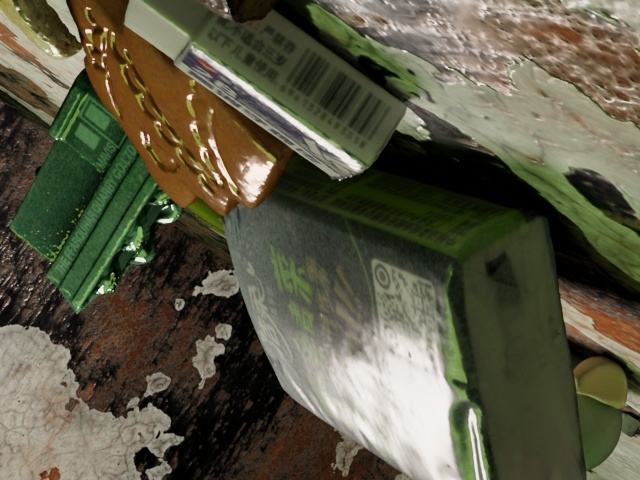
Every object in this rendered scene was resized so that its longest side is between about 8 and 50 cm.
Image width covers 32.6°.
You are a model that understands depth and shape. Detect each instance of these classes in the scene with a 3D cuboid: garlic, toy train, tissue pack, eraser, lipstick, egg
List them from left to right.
[{"bbox_3d":[-0.254,-0.070,1.320,0.178,0.330,0.138,40,-145,1],"label":"toy train"},{"bbox_3d":[-0.046,-0.133,0.835,0.210,0.068,0.124,35,175,-11],"label":"eraser"},{"bbox_3d":[0.062,0.073,1.040,0.394,0.124,0.288,22,132,55],"label":"tissue pack"},{"bbox_3d":[0.278,0.204,1.335,0.149,0.149,0.192,39,172,-39],"label":"egg"},{"bbox_3d":[0.317,0.158,1.242,0.083,0.053,0.041,17,-179,-29],"label":"garlic"},{"bbox_3d":[0.424,0.256,1.548,0.025,0.025,0.107,34,179,3],"label":"lipstick"}]

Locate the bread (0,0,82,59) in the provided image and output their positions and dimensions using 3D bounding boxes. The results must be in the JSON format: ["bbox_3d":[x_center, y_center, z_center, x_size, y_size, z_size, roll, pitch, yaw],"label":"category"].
[{"bbox_3d":[-0.311,-0.270,0.990,0.182,0.039,0.251,41,167,33],"label":"bread"}]

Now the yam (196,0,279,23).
[{"bbox_3d":[-0.080,-0.182,0.624,0.141,0.079,0.079,32,173,18],"label":"yam"}]

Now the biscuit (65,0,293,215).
[{"bbox_3d":[-0.132,-0.118,1.008,0.306,0.043,0.283,26,147,46],"label":"biscuit"}]

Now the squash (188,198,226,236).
[{"bbox_3d":[-0.176,-0.104,1.417,0.331,0.087,0.087,44,176,18],"label":"squash"}]
